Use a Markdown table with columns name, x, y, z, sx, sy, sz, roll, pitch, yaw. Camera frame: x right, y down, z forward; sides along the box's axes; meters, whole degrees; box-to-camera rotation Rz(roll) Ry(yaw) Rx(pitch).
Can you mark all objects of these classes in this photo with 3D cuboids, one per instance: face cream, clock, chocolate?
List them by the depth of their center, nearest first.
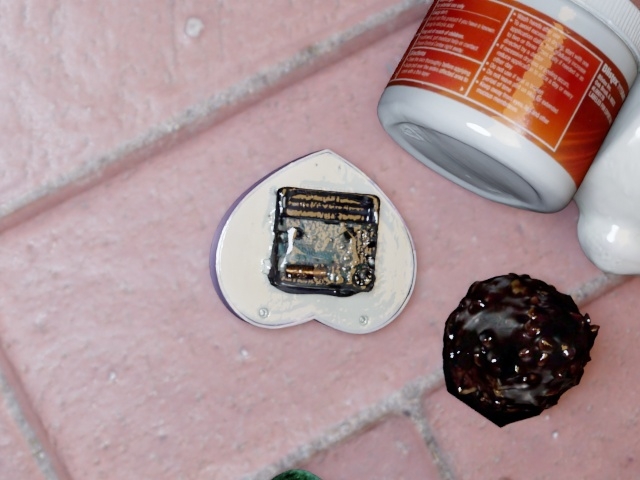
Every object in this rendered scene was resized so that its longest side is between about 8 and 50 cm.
| name | x | y | z | sx | sy | sz | roll | pitch | yaw |
| --- | --- | --- | --- | --- | --- | --- | --- | --- | --- |
| face cream | 0.178 | -0.148 | 1.395 | 0.201 | 0.201 | 0.187 | 31 | 82 | -16 |
| clock | 0.000 | 0.000 | 1.415 | 0.198 | 0.064 | 0.172 | 5 | 91 | -19 |
| chocolate | 0.204 | 0.103 | 1.449 | 0.156 | 0.133 | 0.156 | 0 | 90 | -16 |

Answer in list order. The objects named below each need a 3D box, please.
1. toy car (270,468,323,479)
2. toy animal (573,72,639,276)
| name | x | y | z | sx | sy | sz | roll | pitch | yaw |
| --- | --- | --- | --- | --- | --- | --- | --- | --- | --- |
| toy car | -0.085 | 0.347 | 1.365 | 0.306 | 0.136 | 0.125 | -43 | 125 | -11 |
| toy animal | 0.418 | -0.047 | 1.485 | 0.367 | 0.196 | 0.241 | 19 | 93 | -16 |
